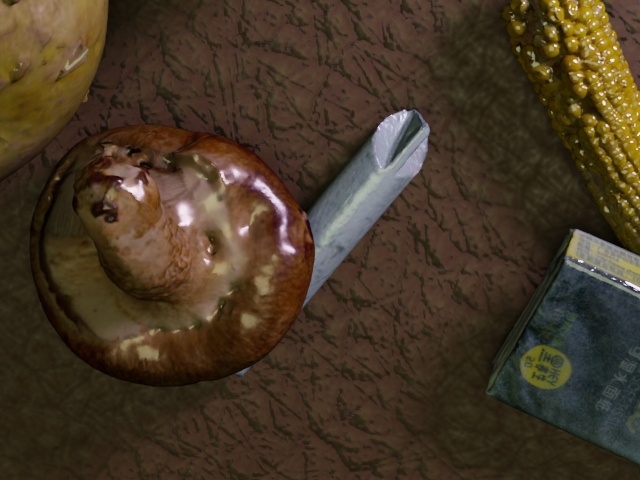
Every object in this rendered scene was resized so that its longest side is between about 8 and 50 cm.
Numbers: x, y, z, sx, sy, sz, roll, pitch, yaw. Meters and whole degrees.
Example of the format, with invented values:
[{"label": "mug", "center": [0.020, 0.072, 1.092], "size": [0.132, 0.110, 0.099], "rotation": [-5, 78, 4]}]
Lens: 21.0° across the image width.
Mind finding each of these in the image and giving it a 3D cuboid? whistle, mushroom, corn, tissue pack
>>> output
[{"label": "whistle", "center": [0.000, 0.000, 1.674], "size": [0.062, 0.062, 0.312], "rotation": [39, 101, -5]}, {"label": "mushroom", "center": [-0.165, 0.015, 1.606], "size": [0.267, 0.254, 0.267], "rotation": [5, 96, 47]}, {"label": "corn", "center": [0.264, -0.119, 1.623], "size": [0.097, 0.097, 0.320], "rotation": [-27, 101, 7]}, {"label": "tissue pack", "center": [0.313, 0.118, 1.651], "size": [0.257, 0.081, 0.185], "rotation": [24, 124, -2]}]

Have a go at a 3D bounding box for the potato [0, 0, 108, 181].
[{"label": "potato", "center": [-0.389, -0.166, 1.501], "size": [0.442, 0.385, 0.319], "rotation": [-16, 113, 16]}]
